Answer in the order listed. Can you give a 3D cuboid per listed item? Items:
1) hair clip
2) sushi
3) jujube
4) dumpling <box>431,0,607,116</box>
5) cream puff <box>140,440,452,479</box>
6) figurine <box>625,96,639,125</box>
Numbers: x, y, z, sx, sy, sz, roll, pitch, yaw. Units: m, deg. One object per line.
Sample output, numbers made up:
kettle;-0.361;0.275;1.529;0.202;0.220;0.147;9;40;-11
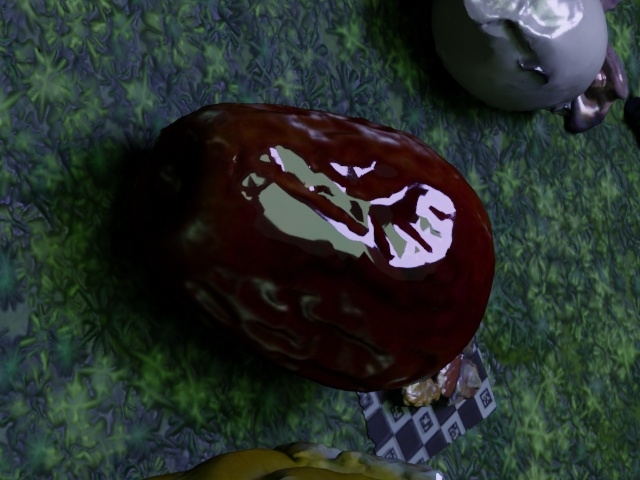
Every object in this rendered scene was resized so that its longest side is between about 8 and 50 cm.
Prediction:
hair clip;0.291;-0.270;1.865;0.173;0.069;0.300;-5;87;-49
sushi;0.108;0.134;1.611;0.201;0.031;0.139;-29;105;-47
jujube;0.000;0.000;1.395;0.318;0.223;0.223;20;68;-37
dumpling;0.187;-0.236;1.703;0.175;0.243;0.227;-9;68;-11
cream puff;-0.021;0.329;1.281;0.378;0.275;0.378;5;74;-18
figurine;0.419;-0.119;1.982;0.086;0.087;0.149;-45;123;0
